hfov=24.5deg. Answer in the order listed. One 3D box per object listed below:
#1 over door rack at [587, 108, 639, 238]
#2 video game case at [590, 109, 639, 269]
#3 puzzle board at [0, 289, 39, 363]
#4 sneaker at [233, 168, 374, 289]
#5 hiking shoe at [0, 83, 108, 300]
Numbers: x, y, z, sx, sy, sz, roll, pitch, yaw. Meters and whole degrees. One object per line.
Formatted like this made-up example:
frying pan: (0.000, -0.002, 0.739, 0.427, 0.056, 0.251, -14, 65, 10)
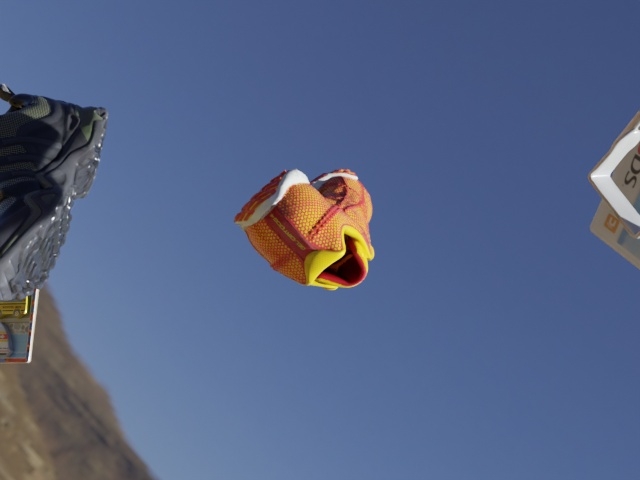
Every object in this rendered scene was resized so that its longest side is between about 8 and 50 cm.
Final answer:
over door rack: (0.306, -0.162, 0.928, 0.108, 0.239, 0.324, 46, -54, 36)
video game case: (0.304, -0.032, 1.061, 0.212, 0.023, 0.193, 43, -52, 38)
puzzle board: (-0.294, 0.056, 1.251, 0.128, 0.096, 0.011, -3, -16, 27)
sneaker: (0.000, 0.000, 0.826, 0.067, 0.064, 0.175, 50, 14, 5)
hiking shoe: (-0.249, -0.039, 1.163, 0.114, 0.227, 0.086, 18, -52, -1)
